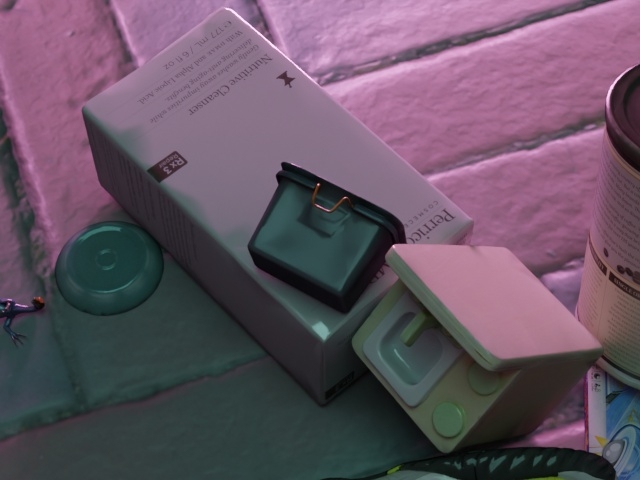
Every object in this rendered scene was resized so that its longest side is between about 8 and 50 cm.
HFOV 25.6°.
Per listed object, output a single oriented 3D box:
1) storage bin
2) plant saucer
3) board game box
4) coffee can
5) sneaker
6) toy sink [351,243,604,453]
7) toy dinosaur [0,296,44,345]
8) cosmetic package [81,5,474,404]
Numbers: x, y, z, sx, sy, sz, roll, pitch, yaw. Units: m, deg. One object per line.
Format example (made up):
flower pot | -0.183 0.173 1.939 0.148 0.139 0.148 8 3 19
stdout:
storage bin | 0.000 0.000 1.318 0.135 0.098 0.091 26 73 16
plant saucer | -0.231 0.024 1.527 0.119 0.021 0.119 -1 58 2
board game box | 0.331 0.199 1.391 0.136 0.035 0.201 3 59 4
coffee can | 0.359 -0.012 1.352 0.201 0.275 0.202 0 41 0
sneaker | 0.092 0.279 1.312 0.384 0.145 0.147 -12 79 -1
toy sink | 0.135 0.102 1.336 0.153 0.234 0.131 47 114 25
toy dinosaur | -0.339 0.067 1.496 0.082 0.047 0.090 -14 47 -28
cosmetic package | -0.048 -0.042 1.482 0.217 0.156 0.385 -40 65 -21
